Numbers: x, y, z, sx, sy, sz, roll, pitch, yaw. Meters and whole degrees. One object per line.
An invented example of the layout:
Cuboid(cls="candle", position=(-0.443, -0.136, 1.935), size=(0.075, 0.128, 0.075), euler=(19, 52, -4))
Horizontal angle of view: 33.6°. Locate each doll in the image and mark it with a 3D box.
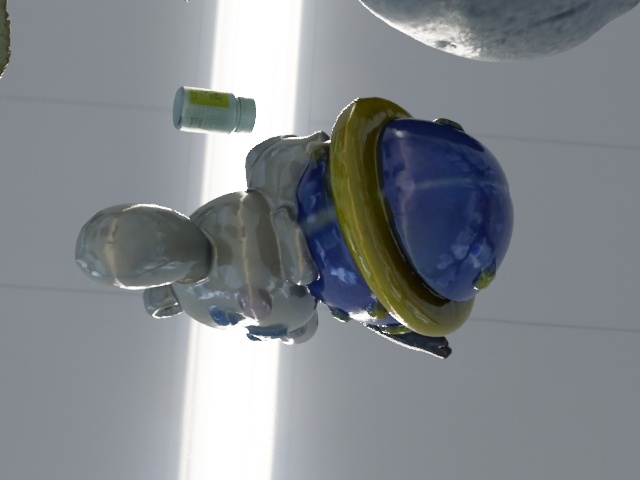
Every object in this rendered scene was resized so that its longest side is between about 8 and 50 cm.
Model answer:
Cuboid(cls="doll", position=(-0.012, -0.016, 0.691), size=(0.243, 0.311, 0.159), euler=(-5, -99, 32))

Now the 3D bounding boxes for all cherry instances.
Cuboid(cls="cherry", position=(0.139, -0.273, 0.854), size=(0.296, 0.218, 0.255), euler=(32, -98, -24))

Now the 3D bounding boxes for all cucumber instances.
Cuboid(cls="cucumber", position=(0.083, 0.096, 1.163), size=(0.135, 0.033, 0.034), euler=(29, -117, 33))

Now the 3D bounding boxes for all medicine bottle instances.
Cuboid(cls="medicine bottle", position=(-0.113, -0.137, 1.129), size=(0.083, 0.047, 0.047), euler=(3, -100, -22))

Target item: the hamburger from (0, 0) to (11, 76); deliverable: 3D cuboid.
Cuboid(cls="hamburger", position=(-0.479, -0.235, 1.264), size=(0.211, 0.132, 0.308), euler=(-43, -126, 30))
